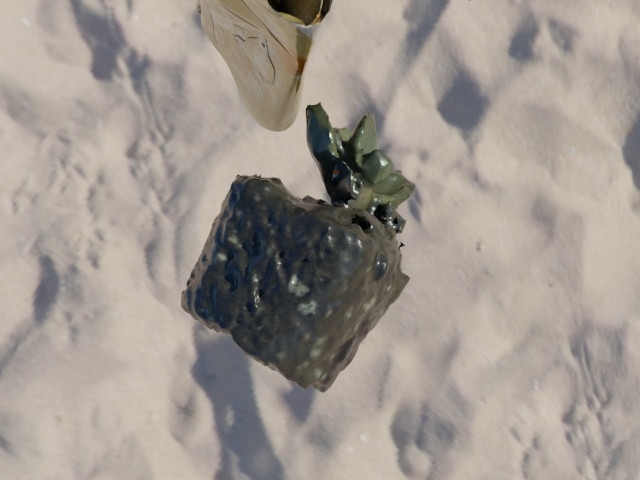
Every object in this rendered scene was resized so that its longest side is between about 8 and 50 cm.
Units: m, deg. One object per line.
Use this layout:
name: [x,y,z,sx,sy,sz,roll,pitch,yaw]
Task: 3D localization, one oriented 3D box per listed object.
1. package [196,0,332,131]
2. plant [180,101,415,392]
package: [-0.077,-0.277,1.497,0.165,0.311,0.221,8,76,-4]
plant: [0.000,0.000,1.568,0.213,0.215,0.312,35,87,23]
